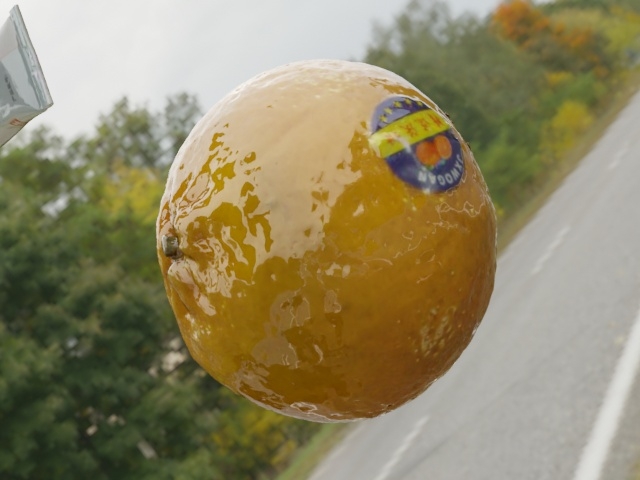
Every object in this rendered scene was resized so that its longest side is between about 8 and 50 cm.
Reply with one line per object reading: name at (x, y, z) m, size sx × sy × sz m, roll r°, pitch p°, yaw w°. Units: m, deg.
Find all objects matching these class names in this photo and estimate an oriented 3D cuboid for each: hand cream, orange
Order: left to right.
hand cream at (-0.212, -0.079, 0.828) m, size 0.216 × 0.052 × 0.038 m, roll -23°, pitch 26°, yaw 55°
orange at (0.002, 0.001, 0.818) m, size 0.193 × 0.219 × 0.219 m, roll -29°, pitch -8°, yaw -35°
